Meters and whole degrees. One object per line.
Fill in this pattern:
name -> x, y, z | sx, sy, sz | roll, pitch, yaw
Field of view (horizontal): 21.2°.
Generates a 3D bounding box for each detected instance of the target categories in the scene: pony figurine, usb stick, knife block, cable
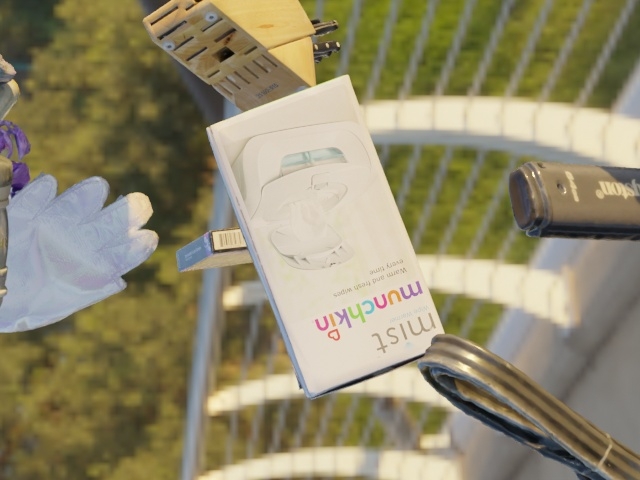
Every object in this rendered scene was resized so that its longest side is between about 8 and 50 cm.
pony figurine -> -0.344, -0.039, 1.401 | 0.303, 0.351, 0.363 | 47, -162, -25
usb stick -> 0.298, -0.035, 1.641 | 0.045, 0.278, 0.077 | -32, 63, 52
knife block -> -0.085, -0.271, 1.995 | 0.088, 0.275, 0.242 | -30, 46, 26
cable -> 0.179, 0.160, 1.069 | 0.072, 0.287, 0.139 | -61, 27, -11

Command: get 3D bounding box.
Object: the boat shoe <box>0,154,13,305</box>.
boat shoe -> -0.348, -0.011, 1.035 | 0.118, 0.320, 0.103 | -131, 42, -80

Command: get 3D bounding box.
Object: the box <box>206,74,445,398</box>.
box -> 0.000, 0.000, 1.441 | 0.262, 0.127, 0.231 | 143, 106, -88

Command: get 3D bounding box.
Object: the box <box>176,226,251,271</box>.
box -> -0.084, 0.006, 1.865 | 0.162, 0.116, 0.029 | 153, 109, -70
